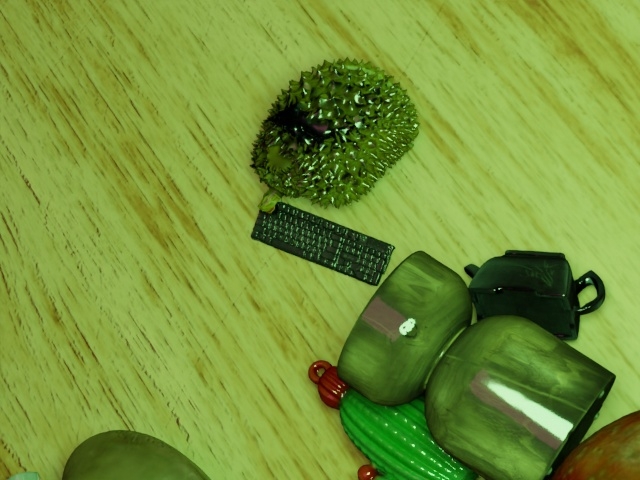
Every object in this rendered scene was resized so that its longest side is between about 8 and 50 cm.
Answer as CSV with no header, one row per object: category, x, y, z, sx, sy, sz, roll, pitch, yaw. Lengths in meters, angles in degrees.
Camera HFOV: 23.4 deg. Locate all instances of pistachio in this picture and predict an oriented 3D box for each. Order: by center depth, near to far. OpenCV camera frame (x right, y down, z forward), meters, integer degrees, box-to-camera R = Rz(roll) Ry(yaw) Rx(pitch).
pistachio,-0.204,0.345,1.888,0.260,0.163,0.212,9,107,20

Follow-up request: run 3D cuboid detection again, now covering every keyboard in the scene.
keyboard,0.000,0.000,1.966,0.195,0.018,0.060,21,88,26

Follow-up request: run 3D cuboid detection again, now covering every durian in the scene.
durian,-0.003,-0.132,1.922,0.193,0.138,0.237,42,90,24

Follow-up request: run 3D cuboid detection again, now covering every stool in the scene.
stool,0.174,0.154,1.728,0.264,0.179,0.179,34,91,16

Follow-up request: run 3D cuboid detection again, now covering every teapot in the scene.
teapot,0.250,0.052,1.820,0.177,0.087,0.096,3,49,24

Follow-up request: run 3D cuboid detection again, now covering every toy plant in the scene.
toy plant,0.095,0.213,1.840,0.154,0.088,0.240,-28,58,1

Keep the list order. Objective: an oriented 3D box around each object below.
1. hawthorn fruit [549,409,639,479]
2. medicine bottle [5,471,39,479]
hawthorn fruit,0.359,0.319,1.595,0.316,0.316,0.316,-5,75,21
medicine bottle,-0.353,0.468,1.943,0.110,0.110,0.352,-18,71,17
